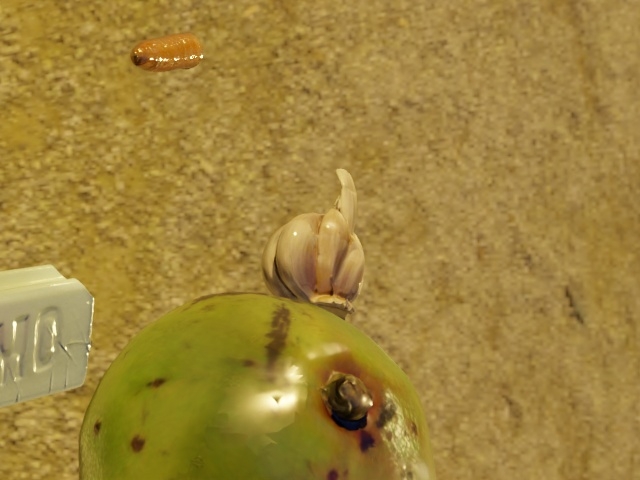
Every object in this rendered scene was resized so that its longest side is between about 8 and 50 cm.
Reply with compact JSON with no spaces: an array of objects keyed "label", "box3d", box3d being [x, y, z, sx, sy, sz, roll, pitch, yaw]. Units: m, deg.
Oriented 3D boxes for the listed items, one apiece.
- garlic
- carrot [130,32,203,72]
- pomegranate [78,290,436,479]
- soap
[{"label":"garlic","box3d":[0.000,0.000,1.394,0.131,0.127,0.194,62,40,-75]},{"label":"carrot","box3d":[-0.193,-0.224,1.387,0.139,0.048,0.048,-31,113,-65]},{"label":"pomegranate","box3d":[-0.066,0.167,0.862,0.260,0.341,0.260,14,68,-38]},{"label":"soap","box3d":[-0.450,0.138,1.552,0.289,0.095,0.173,-9,114,-50]}]
